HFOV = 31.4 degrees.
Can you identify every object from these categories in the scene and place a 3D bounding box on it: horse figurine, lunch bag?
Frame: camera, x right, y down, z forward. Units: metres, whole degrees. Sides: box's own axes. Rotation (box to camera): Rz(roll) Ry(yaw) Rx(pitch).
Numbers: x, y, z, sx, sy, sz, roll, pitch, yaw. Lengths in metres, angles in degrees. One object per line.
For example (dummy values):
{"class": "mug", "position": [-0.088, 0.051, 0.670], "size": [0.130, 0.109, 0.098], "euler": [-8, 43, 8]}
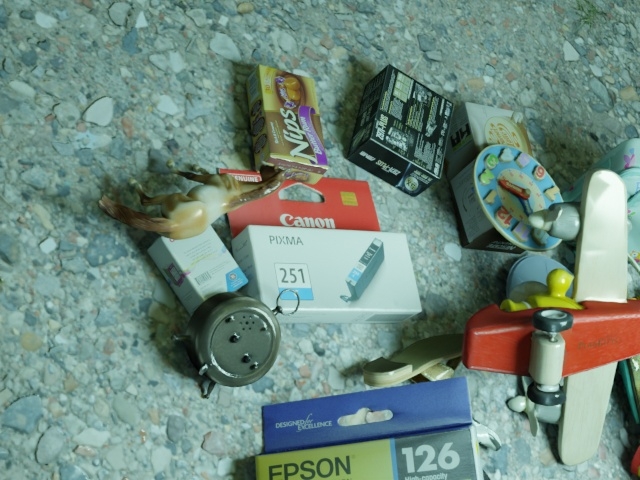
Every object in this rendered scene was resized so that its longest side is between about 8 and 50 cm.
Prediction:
{"class": "horse figurine", "position": [-0.189, -0.060, 1.632], "size": [0.175, 0.066, 0.263], "euler": [24, 36, 33]}
{"class": "lunch bag", "position": [0.568, -0.064, 2.073], "size": [0.224, 0.279, 0.107], "euler": [15, 57, -15]}

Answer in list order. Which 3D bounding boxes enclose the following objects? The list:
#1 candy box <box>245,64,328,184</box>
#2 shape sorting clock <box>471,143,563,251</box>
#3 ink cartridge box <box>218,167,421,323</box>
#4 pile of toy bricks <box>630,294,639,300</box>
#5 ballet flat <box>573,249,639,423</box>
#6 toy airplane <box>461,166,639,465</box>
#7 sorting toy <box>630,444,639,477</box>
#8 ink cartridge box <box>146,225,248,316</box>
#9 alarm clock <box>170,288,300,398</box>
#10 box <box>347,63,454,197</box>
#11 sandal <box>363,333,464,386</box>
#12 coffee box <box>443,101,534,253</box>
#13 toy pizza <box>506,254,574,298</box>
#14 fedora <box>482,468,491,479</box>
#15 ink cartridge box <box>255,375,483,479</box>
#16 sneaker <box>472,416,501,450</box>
{"class": "candy box", "position": [-0.056, -0.188, 1.847], "size": [0.109, 0.053, 0.186], "euler": [11, 53, -29]}
{"class": "shape sorting clock", "position": [0.343, -0.075, 1.944], "size": [0.206, 0.040, 0.206], "euler": [15, 59, -27]}
{"class": "ink cartridge box", "position": [0.000, 0.000, 1.785], "size": [0.296, 0.066, 0.261], "euler": [2, 65, -33]}
{"class": "pile of toy bricks", "position": [0.646, 0.135, 2.128], "size": [0.212, 0.105, 0.118], "euler": [0, 66, -34]}
{"class": "ballet flat", "position": [0.559, 0.151, 2.027], "size": [0.123, 0.123, 0.348], "euler": [-8, 74, -37]}
{"class": "toy airplane", "position": [0.420, 0.126, 1.833], "size": [0.386, 0.272, 0.384], "euler": [-51, 122, -7]}
{"class": "sorting toy", "position": [0.639, 0.309, 1.963], "size": [0.089, 0.257, 0.255], "euler": [29, 30, 34]}
{"class": "ink cartridge box", "position": [-0.178, 0.036, 1.651], "size": [0.088, 0.052, 0.122], "euler": [-31, 86, -42]}
{"class": "alarm clock", "position": [-0.104, 0.129, 1.601], "size": [0.192, 0.064, 0.129], "euler": [-36, 111, -22]}
{"class": "box", "position": [0.141, -0.189, 1.974], "size": [0.147, 0.077, 0.180], "euler": [28, 53, -20]}
{"class": "sandal", "position": [0.159, 0.211, 1.787], "size": [0.240, 0.088, 0.079], "euler": [-14, 107, -40]}
{"class": "coffee box", "position": [0.307, -0.110, 2.032], "size": [0.141, 0.098, 0.246], "euler": [6, 63, -32]}
{"class": "toy pizza", "position": [0.403, 0.120, 2.018], "size": [0.201, 0.032, 0.201], "euler": [17, 56, -27]}
{"class": "fedora", "position": [0.164, 0.416, 1.615], "size": [0.334, 0.152, 0.334], "euler": [16, 58, -27]}
{"class": "ink cartridge box", "position": [0.066, 0.341, 1.526], "size": [0.304, 0.072, 0.307], "euler": [-10, 67, 10]}
{"class": "sneaker", "position": [0.238, 0.305, 1.807], "size": [0.109, 0.040, 0.043], "euler": [36, 67, -9]}
